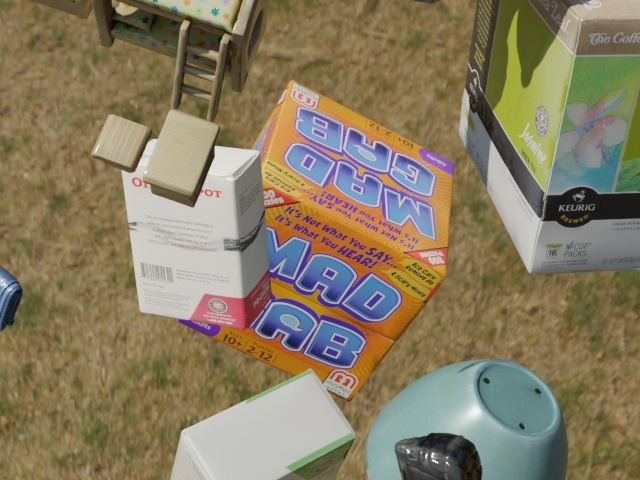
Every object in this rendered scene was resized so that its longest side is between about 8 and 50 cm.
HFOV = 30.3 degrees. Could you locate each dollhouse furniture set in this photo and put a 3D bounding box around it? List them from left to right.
[{"bbox_3d":[-0.146,-0.132,0.811,0.182,0.101,0.160,19,71,1],"label":"dollhouse furniture set"}]

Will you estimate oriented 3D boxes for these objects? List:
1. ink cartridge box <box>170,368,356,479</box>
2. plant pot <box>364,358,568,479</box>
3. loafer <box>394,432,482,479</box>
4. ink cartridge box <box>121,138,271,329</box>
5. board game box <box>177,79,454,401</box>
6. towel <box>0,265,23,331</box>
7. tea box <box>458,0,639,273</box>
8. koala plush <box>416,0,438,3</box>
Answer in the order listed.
[{"bbox_3d":[-0.068,0.244,1.203,0.154,0.212,0.093,-23,65,-28],"label":"ink cartridge box"},{"bbox_3d":[0.232,0.280,1.662,0.290,0.195,0.290,15,41,-14],"label":"plant pot"},{"bbox_3d":[0.125,0.266,1.170,0.078,0.223,0.076,6,47,25],"label":"loafer"},{"bbox_3d":[-0.169,-0.011,1.635,0.172,0.237,0.100,8,30,19],"label":"ink cartridge box"},{"bbox_3d":[0.000,0.000,2.170,0.356,0.356,0.356,26,35,-10],"label":"board game box"},{"bbox_3d":[-0.403,0.050,1.413,0.119,0.067,0.029,38,28,31],"label":"towel"},{"bbox_3d":[0.323,-0.186,1.398,0.220,0.323,0.329,-3,36,-9],"label":"tea box"},{"bbox_3d":[0.157,-0.349,1.210,0.203,0.196,0.221,-42,40,-2],"label":"koala plush"}]
